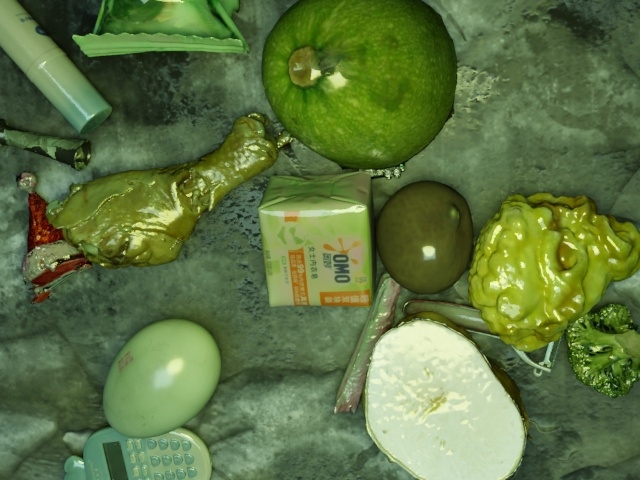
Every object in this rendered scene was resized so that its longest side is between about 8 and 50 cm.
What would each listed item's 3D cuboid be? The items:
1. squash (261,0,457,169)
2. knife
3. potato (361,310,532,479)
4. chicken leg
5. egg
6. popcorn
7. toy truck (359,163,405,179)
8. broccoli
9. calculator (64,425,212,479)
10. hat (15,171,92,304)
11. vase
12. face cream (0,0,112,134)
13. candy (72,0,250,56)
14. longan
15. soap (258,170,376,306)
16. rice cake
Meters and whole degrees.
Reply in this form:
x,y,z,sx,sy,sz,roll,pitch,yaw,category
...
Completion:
x,y,z,sx,sy,sz,roll,pitch,yaw,category
0.057,-0.259,1.042,0.310,0.309,0.311,1,94,8,squash
0.279,0.154,1.254,0.277,0.053,0.123,13,99,5,knife
0.202,0.272,1.225,0.246,0.196,0.300,-36,85,3,potato
-0.244,-0.087,1.222,0.429,0.153,0.201,-30,90,5,chicken leg
-0.290,0.253,1.282,0.183,0.183,0.264,41,112,-3,egg
0.358,0.027,1.145,0.286,0.174,0.225,-38,94,-4,popcorn
0.105,-0.125,1.221,0.083,0.039,0.044,-8,85,7,toy truck
0.485,0.182,1.200,0.145,0.138,0.162,-39,82,-19,broccoli
-0.364,0.450,1.409,0.302,0.042,0.188,-6,103,8,calculator
-0.508,-0.017,1.301,0.140,0.129,0.228,-31,79,36,hat
-0.501,-0.172,1.273,0.166,0.059,0.059,14,104,4,vase
-0.472,-0.301,1.229,0.077,0.077,0.250,-40,95,14,face cream
-0.250,-0.474,1.119,0.262,0.172,0.398,-4,85,-4,candy
0.173,-0.003,1.174,0.189,0.189,0.189,2,103,7,longan
0.000,0.000,1.194,0.182,0.138,0.200,-1,116,7,soap
0.089,0.186,1.273,0.051,0.081,0.290,23,105,15,rice cake
